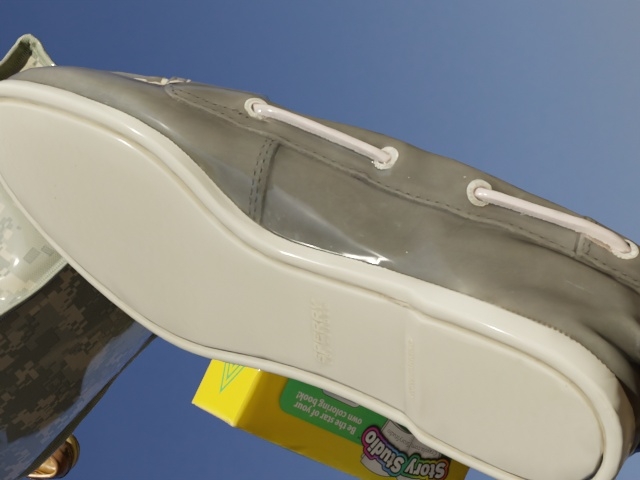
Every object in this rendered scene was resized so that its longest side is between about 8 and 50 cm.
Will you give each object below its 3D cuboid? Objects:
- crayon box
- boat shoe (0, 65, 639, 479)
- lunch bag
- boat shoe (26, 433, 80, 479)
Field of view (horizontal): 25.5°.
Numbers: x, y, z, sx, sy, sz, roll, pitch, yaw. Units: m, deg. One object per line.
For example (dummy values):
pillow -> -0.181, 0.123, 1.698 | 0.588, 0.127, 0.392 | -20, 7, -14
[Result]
crayon box -> 0.070, 0.122, 1.675 | 0.363, 0.106, 0.313 | 29, -95, -36
boat shoe -> 0.000, 0.000, 0.611 | 0.095, 0.335, 0.112 | -41, -34, -41
lunch bag -> -0.230, 0.045, 0.971 | 0.287, 0.169, 0.235 | -48, -18, -14
boat shoe -> -0.344, 0.210, 1.481 | 0.060, 0.178, 0.064 | -64, -12, -78
